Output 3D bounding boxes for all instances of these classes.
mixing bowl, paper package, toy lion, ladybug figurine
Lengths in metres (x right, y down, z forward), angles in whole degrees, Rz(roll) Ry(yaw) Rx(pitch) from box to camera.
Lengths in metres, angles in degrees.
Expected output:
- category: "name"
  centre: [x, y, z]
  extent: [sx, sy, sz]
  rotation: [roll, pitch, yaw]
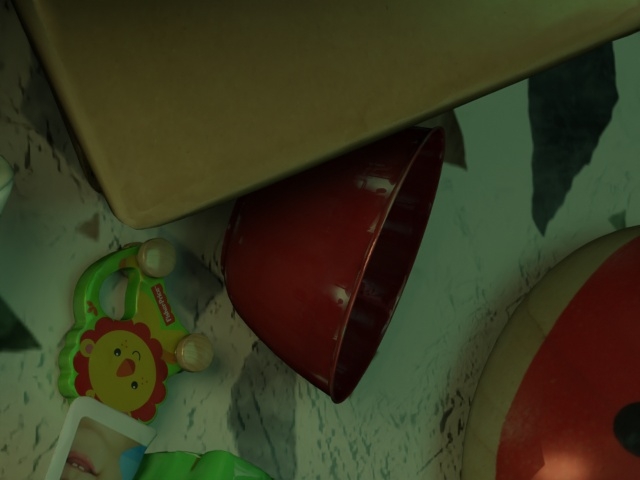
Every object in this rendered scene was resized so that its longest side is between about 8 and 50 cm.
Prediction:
- category: "mixing bowl"
  centre: [0.000, 0.000, 1.065]
  extent: [0.181, 0.098, 0.181]
  rotation: [20, 90, -78]
- category: "paper package"
  centre: [-0.024, -0.202, 0.945]
  extent: [0.325, 0.168, 0.309]
  rotation: [-24, 101, -7]
- category: "toy lion"
  centre: [-0.116, 0.059, 1.010]
  extent: [0.096, 0.034, 0.100]
  rotation: [-27, 102, -38]
- category: "ladybug figurine"
  centre: [0.275, 0.143, 1.300]
  extent: [0.449, 0.162, 0.305]
  rotation: [-31, 105, -45]

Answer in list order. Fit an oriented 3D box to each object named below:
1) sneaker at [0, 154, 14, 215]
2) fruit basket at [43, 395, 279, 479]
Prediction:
- category: "sneaker"
  centre: [-0.271, -0.039, 0.754]
  extent: [0.330, 0.122, 0.146]
  rotation: [22, 102, -55]
- category: "fruit basket"
  centre: [-0.057, 0.302, 0.913]
  extent: [0.327, 0.165, 0.353]
  rotation: [35, 54, -36]
